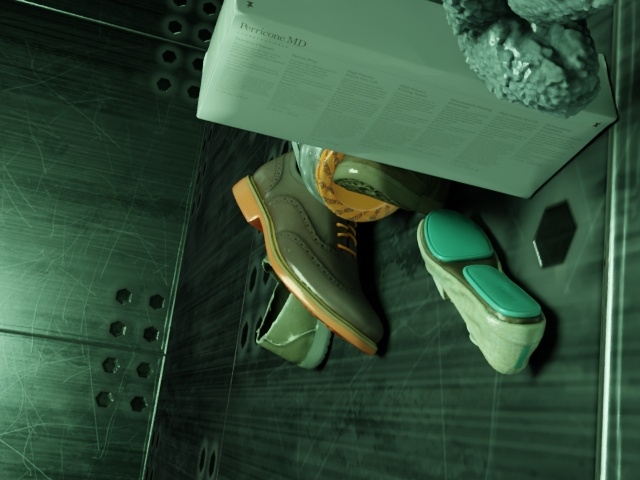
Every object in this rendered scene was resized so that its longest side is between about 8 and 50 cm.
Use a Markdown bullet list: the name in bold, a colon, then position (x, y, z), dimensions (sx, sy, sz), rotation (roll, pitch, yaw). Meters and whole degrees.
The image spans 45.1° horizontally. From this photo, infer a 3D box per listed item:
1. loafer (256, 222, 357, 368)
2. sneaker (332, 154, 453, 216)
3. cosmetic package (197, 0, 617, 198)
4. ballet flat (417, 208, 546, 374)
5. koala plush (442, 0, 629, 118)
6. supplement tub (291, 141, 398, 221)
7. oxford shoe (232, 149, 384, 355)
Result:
- **loafer**: position (-0.019, 0.023, 0.903), dimensions (0.094, 0.088, 0.251), rotation (174, 107, -73)
- **sneaker**: position (0.063, -0.063, 0.601), dimensions (0.071, 0.066, 0.188), rotation (-71, -18, 4)
- **cosmetic package**: position (0.052, -0.098, 0.484), dimensions (0.099, 0.239, 0.060), rotation (129, 149, -57)
- **ballet flat**: position (0.105, 0.033, 0.550), dimensions (0.168, 0.057, 0.052), rotation (-109, 22, -61)
- **koala plush**: position (0.156, -0.130, 0.298), dimensions (0.196, 0.203, 0.221), rotation (-52, 52, 10)
- **supplement tub**: position (0.029, -0.104, 0.779), dimensions (0.190, 0.117, 0.117), rotation (-107, 33, -57)
- **oxford shoe**: position (0.000, 0.000, 0.800), dimensions (0.098, 0.097, 0.271), rotation (-40, 54, 7)
